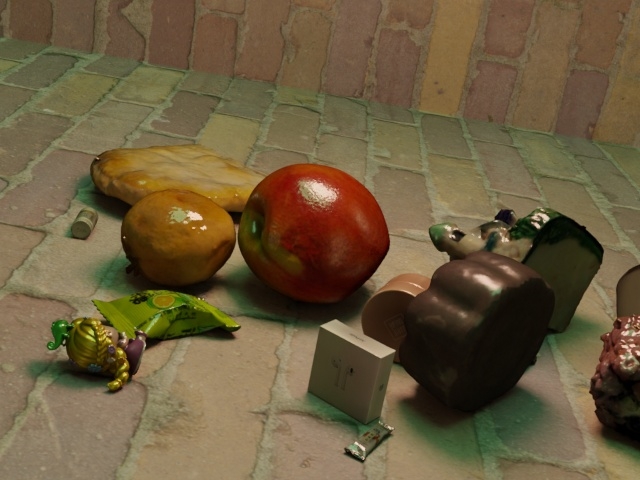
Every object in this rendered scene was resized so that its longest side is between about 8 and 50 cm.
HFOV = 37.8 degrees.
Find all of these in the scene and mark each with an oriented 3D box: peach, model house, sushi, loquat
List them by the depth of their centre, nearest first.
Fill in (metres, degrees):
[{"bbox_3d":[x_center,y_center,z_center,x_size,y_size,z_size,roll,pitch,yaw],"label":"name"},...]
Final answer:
[{"bbox_3d":[0.606,0.253,1.627,0.270,0.236,0.171,22,33,17],"label":"sushi"},{"bbox_3d":[-0.290,-0.010,1.906,0.238,0.193,0.238,2,36,-1],"label":"loquat"},{"bbox_3d":[-0.004,-0.011,1.939,0.332,0.307,0.308,14,15,-40],"label":"peach"},{"bbox_3d":[0.395,0.033,1.993,0.284,0.243,0.298,26,1,42],"label":"model house"}]

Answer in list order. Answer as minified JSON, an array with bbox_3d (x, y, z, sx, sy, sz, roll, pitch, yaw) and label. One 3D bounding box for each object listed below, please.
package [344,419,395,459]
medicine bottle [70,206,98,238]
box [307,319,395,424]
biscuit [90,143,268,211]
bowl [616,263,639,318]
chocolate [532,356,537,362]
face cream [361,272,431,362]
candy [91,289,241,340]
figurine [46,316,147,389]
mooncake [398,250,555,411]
[{"bbox_3d":[0.080,0.321,1.506,0.037,0.015,0.110,27,28,24],"label":"package"},{"bbox_3d":[-0.522,-0.039,2.070,0.047,0.047,0.083,8,22,-6],"label":"medicine bottle"},{"bbox_3d":[0.052,0.221,1.583,0.130,0.129,0.051,25,26,31],"label":"box"},{"bbox_3d":[-0.348,-0.145,2.333,0.429,0.104,0.446,26,24,35],"label":"biscuit"},{"bbox_3d":[0.734,0.194,1.790,0.354,0.354,0.185,14,66,9],"label":"bowl"},{"bbox_3d":[0.303,0.174,1.870,0.261,0.083,0.161,22,23,29],"label":"chocolate"},{"bbox_3d":[0.164,0.147,1.785,0.149,0.149,0.104,18,23,19],"label":"face cream"},{"bbox_3d":[-0.281,0.135,1.728,0.246,0.069,0.149,-6,25,-36],"label":"candy"},{"bbox_3d":[-0.376,0.186,1.544,0.156,0.094,0.115,23,40,-16],"label":"figurine"},{"bbox_3d":[0.274,0.157,1.648,0.306,0.306,0.154,-13,33,-44],"label":"mooncake"}]
